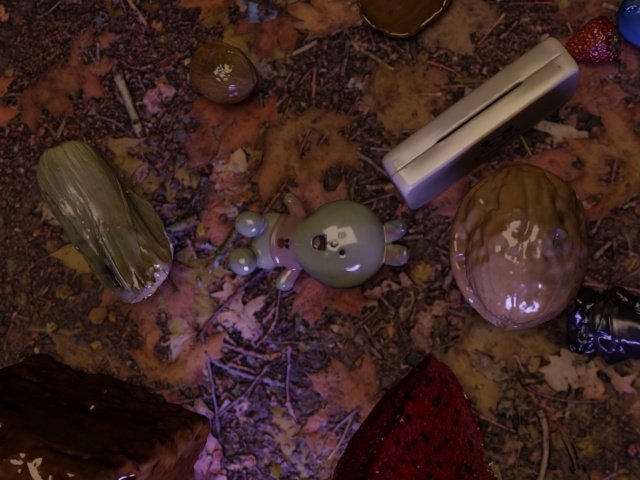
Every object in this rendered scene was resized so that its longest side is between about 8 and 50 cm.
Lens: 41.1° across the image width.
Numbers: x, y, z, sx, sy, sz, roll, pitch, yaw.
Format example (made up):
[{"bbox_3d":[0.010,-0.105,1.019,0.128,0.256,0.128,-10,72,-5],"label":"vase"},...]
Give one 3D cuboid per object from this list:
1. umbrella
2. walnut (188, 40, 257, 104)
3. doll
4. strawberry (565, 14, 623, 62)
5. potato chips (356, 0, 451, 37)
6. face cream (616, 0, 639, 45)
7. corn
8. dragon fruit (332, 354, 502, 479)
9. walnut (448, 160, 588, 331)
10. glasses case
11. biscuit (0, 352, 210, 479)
[{"bbox_3d":[0.468,0.135,1.145,0.272,0.110,0.122,21,87,35],"label":"umbrella"},{"bbox_3d":[-0.163,-0.276,1.408,0.124,0.105,0.105,29,86,17],"label":"walnut"},{"bbox_3d":[-0.002,0.001,1.318,0.275,0.113,0.154,0,88,5],"label":"doll"},{"bbox_3d":[0.417,-0.304,1.306,0.083,0.073,0.073,-4,77,36],"label":"strawberry"},{"bbox_3d":[0.148,-0.421,1.395,0.150,0.049,0.201,33,85,11],"label":"potato chips"},{"bbox_3d":[0.576,-0.347,1.262,0.264,0.083,0.149,-9,53,11],"label":"face cream"},{"bbox_3d":[-0.350,-0.031,1.385,0.122,0.123,0.305,-46,73,23],"label":"corn"},{"bbox_3d":[0.125,0.349,1.188,0.205,0.152,0.317,42,50,-4],"label":"dragon fruit"},{"bbox_3d":[0.279,0.007,1.207,0.198,0.198,0.245,6,88,14],"label":"walnut"},{"bbox_3d":[0.240,-0.171,1.282,0.313,0.131,0.070,-36,74,3],"label":"glasses case"},{"bbox_3d":[-0.376,0.292,1.196,0.343,0.395,0.166,20,95,15],"label":"biscuit"}]
